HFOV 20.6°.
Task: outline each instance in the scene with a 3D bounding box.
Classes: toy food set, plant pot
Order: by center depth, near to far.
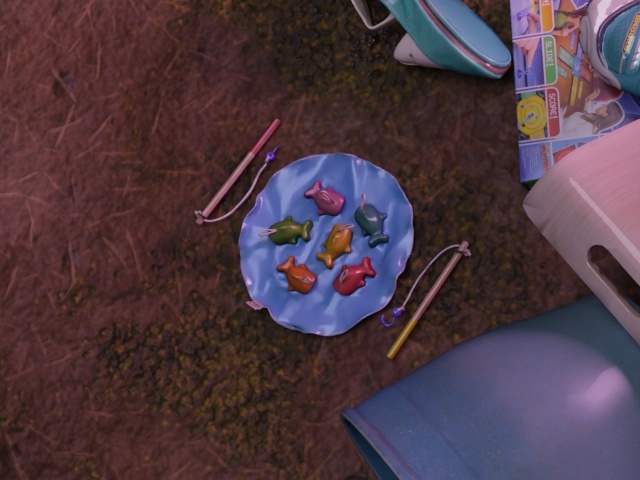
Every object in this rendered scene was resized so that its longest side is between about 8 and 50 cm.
[{"bbox_3d":[0.352,-0.012,1.496,0.306,0.092,0.219,-25,64,-29],"label":"toy food set"},{"bbox_3d":[0.197,0.181,1.501,0.255,0.271,0.271,-37,67,-6],"label":"plant pot"}]

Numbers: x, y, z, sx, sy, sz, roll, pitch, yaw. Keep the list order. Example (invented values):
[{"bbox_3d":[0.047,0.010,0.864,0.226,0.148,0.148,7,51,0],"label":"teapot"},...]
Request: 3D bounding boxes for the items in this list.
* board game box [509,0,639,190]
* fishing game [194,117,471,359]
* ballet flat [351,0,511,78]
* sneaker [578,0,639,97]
[{"bbox_3d":[0.253,-0.155,1.669,0.136,0.035,0.201,-6,76,19],"label":"board game box"},{"bbox_3d":[0.000,0.000,1.726,0.264,0.041,0.189,38,90,24],"label":"fishing game"},{"bbox_3d":[0.091,-0.225,1.732,0.247,0.083,0.087,52,122,23],"label":"ballet flat"},{"bbox_3d":[0.366,-0.224,1.586,0.275,0.107,0.110,-39,54,-2],"label":"sneaker"}]
